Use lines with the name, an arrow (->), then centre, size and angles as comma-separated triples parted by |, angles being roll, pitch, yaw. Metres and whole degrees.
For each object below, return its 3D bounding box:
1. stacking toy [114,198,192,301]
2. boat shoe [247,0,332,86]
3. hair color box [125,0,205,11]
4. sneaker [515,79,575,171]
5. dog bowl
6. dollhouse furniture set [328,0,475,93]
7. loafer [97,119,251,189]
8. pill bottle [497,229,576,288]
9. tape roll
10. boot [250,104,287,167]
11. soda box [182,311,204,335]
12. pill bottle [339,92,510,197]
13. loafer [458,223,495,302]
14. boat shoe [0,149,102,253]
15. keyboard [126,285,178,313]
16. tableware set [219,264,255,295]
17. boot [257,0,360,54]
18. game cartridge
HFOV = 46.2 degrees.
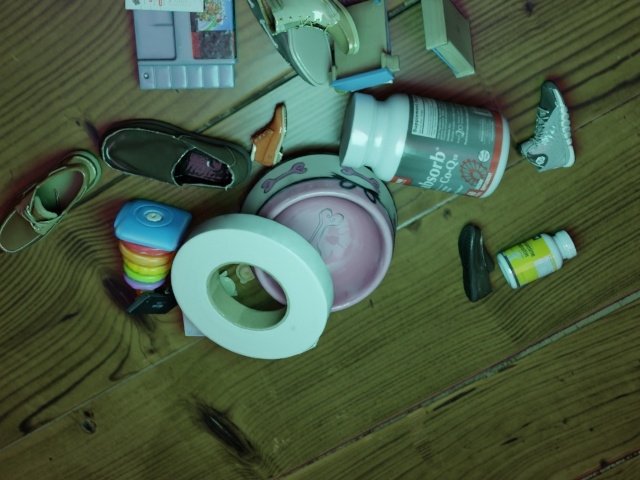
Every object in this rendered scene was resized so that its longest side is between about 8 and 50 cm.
stacking toy -> -0.431, 0.060, 1.874 | 0.165, 0.175, 0.302 | 14, 124, -2
boat shoe -> -0.081, -0.501, 1.704 | 0.112, 0.095, 0.335 | -42, 117, -24
hair color box -> -0.334, -0.545, 1.617 | 0.167, 0.053, 0.093 | 1, 113, -6
sneaker -> 0.537, -0.267, 1.835 | 0.132, 0.086, 0.229 | -18, 113, 6
dog bowl -> 0.000, 0.000, 1.841 | 0.407, 0.150, 0.408 | -2, 118, -5
dollhouse furniture set -> 0.169, -0.485, 1.728 | 0.303, 0.198, 0.287 | -10, 77, 27
loafer -> -0.347, -0.198, 1.764 | 0.365, 0.130, 0.134 | 7, 111, -1
pill bottle -> 0.561, 0.044, 1.948 | 0.184, 0.103, 0.103 | -25, 111, 5
tape roll -> -0.159, 0.115, 1.766 | 0.391, 0.072, 0.392 | 9, 127, 12
boot -> -0.124, -0.254, 1.806 | 0.084, 0.059, 0.158 | 13, 111, -4
soda box -> -0.317, 0.137, 1.921 | 0.069, 0.074, 0.216 | 1, 117, 5
pill bottle -> 0.238, -0.229, 1.760 | 0.362, 0.210, 0.210 | 9, 111, -7
loafer -> 0.412, 0.054, 1.963 | 0.078, 0.080, 0.220 | -13, 117, -9
boat shoe -> -0.663, -0.088, 1.796 | 0.324, 0.120, 0.122 | -43, 108, 12
keyboard -> -0.403, 0.148, 1.892 | 0.108, 0.180, 0.023 | -38, 74, 14
tableware set -> -0.242, 0.068, 1.943 | 0.141, 0.020, 0.169 | -26, 112, 7
boot -> -0.026, -0.469, 1.612 | 0.165, 0.077, 0.213 | -30, 86, -23
game cartridge -> -0.305, -0.520, 1.688 | 0.230, 0.068, 0.355 | 0, 112, 0
